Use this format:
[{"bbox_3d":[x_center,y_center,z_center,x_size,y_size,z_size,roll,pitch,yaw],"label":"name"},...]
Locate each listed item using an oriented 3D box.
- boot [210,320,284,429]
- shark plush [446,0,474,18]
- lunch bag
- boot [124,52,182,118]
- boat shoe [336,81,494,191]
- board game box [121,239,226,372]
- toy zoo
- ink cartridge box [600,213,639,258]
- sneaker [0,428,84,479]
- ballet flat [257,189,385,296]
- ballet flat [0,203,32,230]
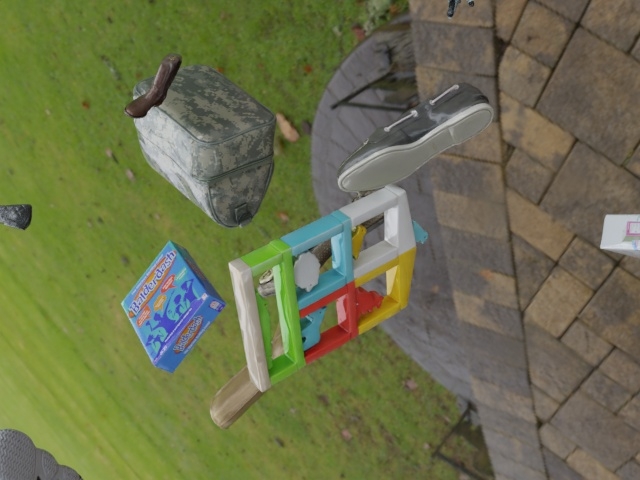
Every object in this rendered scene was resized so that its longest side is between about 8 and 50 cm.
[{"bbox_3d":[-0.134,0.279,1.705,0.089,0.236,0.269,43,107,-8],"label":"boot"},{"bbox_3d":[0.262,-0.451,1.327,0.073,0.161,0.067,-31,115,35],"label":"shark plush"},{"bbox_3d":[-0.247,-0.194,1.566,0.305,0.213,0.256,39,138,32],"label":"lunch bag"},{"bbox_3d":[-0.291,-0.274,1.294,0.037,0.106,0.114,40,129,-2],"label":"boot"},{"bbox_3d":[0.175,-0.203,1.458,0.095,0.335,0.112,65,-178,34],"label":"boat shoe"},{"bbox_3d":[-0.274,0.116,1.353,0.047,0.160,0.210,34,-174,-40],"label":"board game box"},{"bbox_3d":[0.027,0.049,0.943,0.030,0.293,0.192,35,140,43],"label":"toy zoo"},{"bbox_3d":[0.455,-0.003,0.992,0.122,0.089,0.052,6,84,63],"label":"ink cartridge box"},{"bbox_3d":[-0.569,0.463,1.327,0.210,0.137,0.365,-10,136,10],"label":"sneaker"},{"bbox_3d":[0.000,0.000,1.142,0.058,0.250,0.084,56,177,-21],"label":"ballet flat"},{"bbox_3d":[-0.599,-0.059,1.363,0.173,0.049,0.057,15,168,20],"label":"ballet flat"}]
